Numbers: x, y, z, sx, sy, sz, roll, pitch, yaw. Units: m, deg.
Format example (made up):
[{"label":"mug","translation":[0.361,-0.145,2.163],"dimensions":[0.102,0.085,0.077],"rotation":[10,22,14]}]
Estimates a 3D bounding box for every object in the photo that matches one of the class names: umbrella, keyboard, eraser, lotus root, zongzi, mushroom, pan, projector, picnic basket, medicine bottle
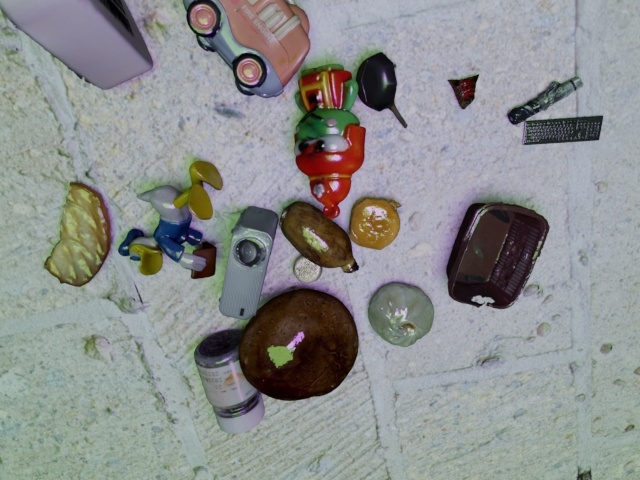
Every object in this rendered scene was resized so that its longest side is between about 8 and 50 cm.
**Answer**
[{"label":"umbrella","translation":[0.566,-0.356,1.087],"dimensions":[0.188,0.046,0.050],"rotation":[-28,128,8]},{"label":"keyboard","translation":[0.636,-0.290,1.132],"dimensions":[0.203,0.011,0.067],"rotation":[-4,111,1]},{"label":"eraser","translation":[-0.516,-0.492,0.882],"dimensions":[0.150,0.331,0.331],"rotation":[-22,109,6]},{"label":"lotus root","translation":[0.000,0.000,1.154],"dimensions":[0.260,0.145,0.128],"rotation":[38,93,-9]},{"label":"zongzi","translation":[0.353,-0.382,1.081],"dimensions":[0.074,0.067,0.083],"rotation":[11,91,7]},{"label":"mushroom","translation":[-0.048,0.299,1.225],"dimensions":[0.345,0.239,0.344],"rotation":[-19,117,-42]},{"label":"pan","translation":[0.142,-0.353,1.065],"dimensions":[0.128,0.048,0.201],"rotation":[-36,123,-30]},{"label":"projector","translation":[-0.191,0.054,1.145],"dimensions":[0.108,0.198,0.250],"rotation":[14,110,-6]},{"label":"picnic basket","translation":[0.465,0.028,1.184],"dimensions":[0.223,0.129,0.296],"rotation":[11,110,-7]},{"label":"medicine bottle","translation":[-0.267,0.424,1.297],"dimensions":[0.165,0.165,0.273],"rotation":[-11,110,3]}]

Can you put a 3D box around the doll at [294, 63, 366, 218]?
[{"label":"doll","translation":[0.022,-0.234,1.051],"dimensions":[0.183,0.160,0.362],"rotation":[2,94,33]}]

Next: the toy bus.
[{"label":"toy bus","translation":[-0.150,-0.473,0.963],"dimensions":[0.232,0.194,0.287],"rotation":[-40,106,4]}]

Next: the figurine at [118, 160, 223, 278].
[{"label":"figurine","translation":[-0.394,-0.016,1.162],"dimensions":[0.339,0.204,0.283],"rotation":[-21,117,19]}]

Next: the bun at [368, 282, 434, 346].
[{"label":"bun","translation":[0.236,0.220,1.258],"dimensions":[0.196,0.118,0.195],"rotation":[1,109,2]}]

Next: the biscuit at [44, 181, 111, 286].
[{"label":"biscuit","translation":[-0.661,-0.005,1.197],"dimensions":[0.154,0.045,0.299],"rotation":[25,107,-9]}]

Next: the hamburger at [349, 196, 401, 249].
[{"label":"hamburger","translation":[0.149,-0.048,1.176],"dimensions":[0.138,0.083,0.147],"rotation":[10,113,-4]}]

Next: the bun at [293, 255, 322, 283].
[{"label":"bun","translation":[-0.037,0.081,1.235],"dimensions":[0.086,0.055,0.086],"rotation":[0,96,-1]}]
